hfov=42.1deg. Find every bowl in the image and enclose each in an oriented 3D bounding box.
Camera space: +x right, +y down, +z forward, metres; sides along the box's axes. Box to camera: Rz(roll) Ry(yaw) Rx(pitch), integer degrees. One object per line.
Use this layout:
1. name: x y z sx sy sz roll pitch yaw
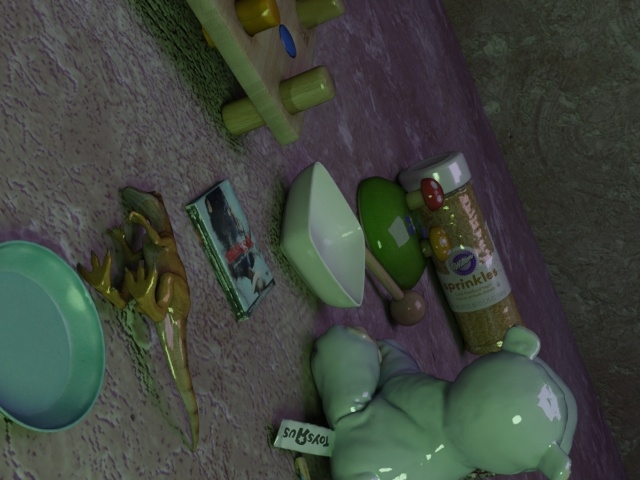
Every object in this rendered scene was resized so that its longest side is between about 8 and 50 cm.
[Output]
1. bowl: 0.000 0.000 0.955 0.142 0.053 0.142 55 26 -37

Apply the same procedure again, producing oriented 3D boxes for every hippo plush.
1. hippo plush: 0.123 0.159 0.836 0.294 0.236 0.234 24 43 -56

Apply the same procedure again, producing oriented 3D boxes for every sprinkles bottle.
1. sprinkles bottle: 0.254 0.024 1.473 0.356 0.121 0.121 67 21 -13

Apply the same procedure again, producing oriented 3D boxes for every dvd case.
1. dvd case: -0.083 0.007 0.796 0.120 0.013 0.087 68 21 -13

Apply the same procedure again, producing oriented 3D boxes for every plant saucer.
1. plant saucer: -0.178 0.059 0.506 0.119 0.021 0.119 51 29 -42

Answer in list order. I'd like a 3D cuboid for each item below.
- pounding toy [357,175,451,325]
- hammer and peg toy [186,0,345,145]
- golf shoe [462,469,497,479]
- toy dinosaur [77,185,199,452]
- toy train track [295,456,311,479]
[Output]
1. pounding toy: 0.138 -0.008 1.225 0.183 0.110 0.237 61 23 -26
2. hammer and peg toy: -0.068 -0.298 0.922 0.266 0.127 0.361 57 26 -35
3. golf shoe: 0.253 0.290 1.273 0.306 0.115 0.140 33 37 -63
4. toy dinosaur: -0.115 0.047 0.616 0.112 0.064 0.212 25 50 -64
5. toy train track: -0.012 0.246 0.780 0.048 0.014 0.083 22 47 -55
